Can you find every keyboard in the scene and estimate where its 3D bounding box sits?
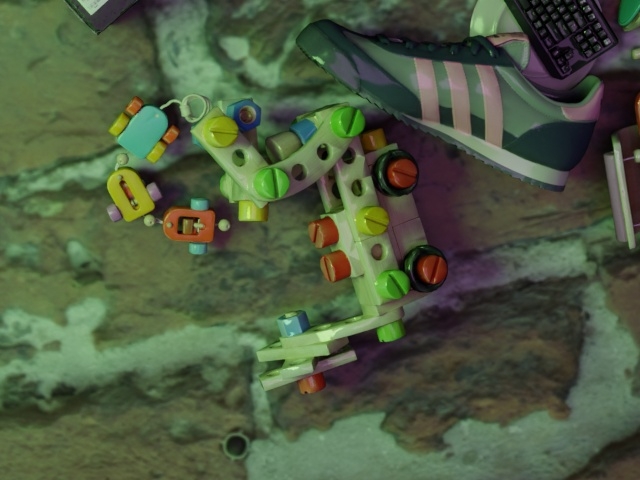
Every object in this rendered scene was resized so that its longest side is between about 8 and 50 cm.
[{"bbox_3d":[0.237,-0.263,1.362,0.108,0.023,0.180,-34,103,3],"label":"keyboard"}]

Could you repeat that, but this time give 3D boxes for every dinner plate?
[{"bbox_3d":[0.224,-0.215,1.392,0.141,0.017,0.141,-1,101,-5],"label":"dinner plate"}]

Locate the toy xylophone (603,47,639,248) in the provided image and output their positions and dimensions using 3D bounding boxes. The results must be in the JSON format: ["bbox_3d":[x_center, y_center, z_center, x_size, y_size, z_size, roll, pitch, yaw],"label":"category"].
[{"bbox_3d":[0.437,-0.108,1.401,0.323,0.081,0.236,-20,103,-1],"label":"toy xylophone"}]

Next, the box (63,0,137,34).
[{"bbox_3d":[-0.166,-0.283,1.274,0.180,0.147,0.077,-41,103,4],"label":"box"}]

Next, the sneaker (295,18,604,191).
[{"bbox_3d":[0.134,-0.168,1.346,0.319,0.112,0.131,23,107,-18],"label":"sneaker"}]

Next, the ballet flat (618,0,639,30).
[{"bbox_3d":[0.354,-0.287,1.368,0.052,0.057,0.168,14,102,-18],"label":"ballet flat"}]

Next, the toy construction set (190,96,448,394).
[{"bbox_3d":[0.000,0.000,1.351,0.215,0.151,0.327,-21,113,-25],"label":"toy construction set"}]

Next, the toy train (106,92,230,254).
[{"bbox_3d":[-0.156,-0.070,1.378,0.125,0.046,0.166,-2,105,-8],"label":"toy train"}]
